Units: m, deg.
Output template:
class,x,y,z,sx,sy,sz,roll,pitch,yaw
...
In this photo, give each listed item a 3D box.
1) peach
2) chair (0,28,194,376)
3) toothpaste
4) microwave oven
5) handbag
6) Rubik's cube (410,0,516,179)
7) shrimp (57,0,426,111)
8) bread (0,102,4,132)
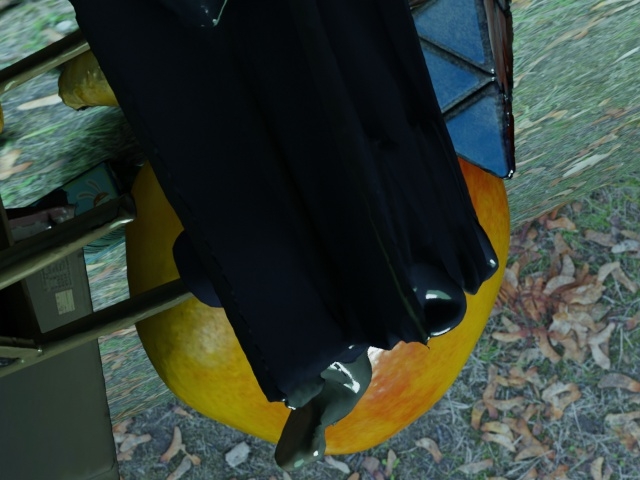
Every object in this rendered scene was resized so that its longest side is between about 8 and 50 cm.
class,x,y,z,sx,sy,sz,roll,pitch,yaw
peach,-0.001,0.004,1.186,0.289,0.289,0.308,-21,176,-25
chair,-0.194,-0.017,0.800,0.272,0.188,0.166,-25,163,16
toothpaste,-0.249,0.020,1.301,0.266,0.050,0.065,-29,171,20
microwave oven,-0.255,0.104,1.073,0.188,0.247,0.178,-3,-171,43
handbag,-0.006,-0.051,0.734,0.118,0.269,0.325,-21,-178,13
Rubik's cube,0.032,-0.121,1.025,0.178,0.190,0.211,-10,170,15
shrimp,-0.040,-0.135,0.962,0.262,0.066,0.117,-14,-166,21
bread,-0.241,-0.047,0.942,0.157,0.052,0.044,-31,165,32
